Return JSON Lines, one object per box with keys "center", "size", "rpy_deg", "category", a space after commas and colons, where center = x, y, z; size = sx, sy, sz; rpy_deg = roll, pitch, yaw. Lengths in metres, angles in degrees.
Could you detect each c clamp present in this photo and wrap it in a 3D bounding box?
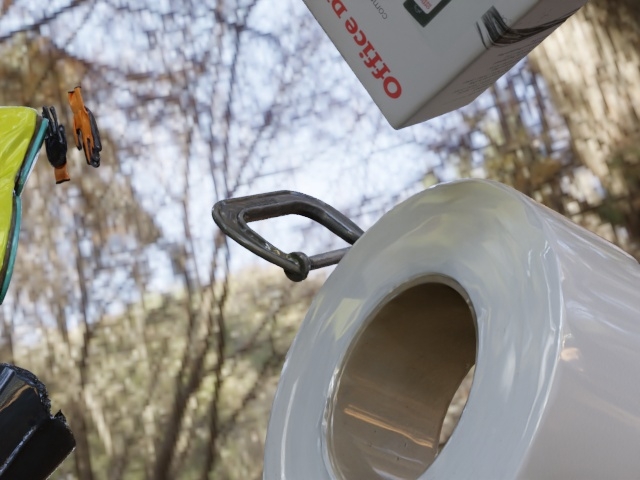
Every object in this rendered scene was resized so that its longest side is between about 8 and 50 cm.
{"center": [0.000, 0.000, 1.062], "size": [0.161, 0.137, 0.022], "rpy_deg": [-7, -49, -50], "category": "c clamp"}

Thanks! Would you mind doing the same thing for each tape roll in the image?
{"center": [0.084, 0.106, 0.907], "size": [0.100, 0.286, 0.286], "rpy_deg": [25, -45, -29], "category": "tape roll"}

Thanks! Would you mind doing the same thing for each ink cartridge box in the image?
{"center": [0.083, -0.180, 0.816], "size": [0.086, 0.148, 0.203], "rpy_deg": [-26, -12, -47], "category": "ink cartridge box"}

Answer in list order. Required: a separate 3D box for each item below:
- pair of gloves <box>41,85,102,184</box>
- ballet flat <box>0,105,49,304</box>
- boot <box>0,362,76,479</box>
{"center": [-0.225, -0.094, 1.283], "size": [0.010, 0.074, 0.083], "rpy_deg": [-11, -6, -43], "category": "pair of gloves"}
{"center": [-0.281, -0.035, 1.183], "size": [0.077, 0.231, 0.077], "rpy_deg": [17, -50, -15], "category": "ballet flat"}
{"center": [-0.371, 0.196, 1.395], "size": [0.094, 0.207, 0.246], "rpy_deg": [-6, -47, 46], "category": "boot"}
